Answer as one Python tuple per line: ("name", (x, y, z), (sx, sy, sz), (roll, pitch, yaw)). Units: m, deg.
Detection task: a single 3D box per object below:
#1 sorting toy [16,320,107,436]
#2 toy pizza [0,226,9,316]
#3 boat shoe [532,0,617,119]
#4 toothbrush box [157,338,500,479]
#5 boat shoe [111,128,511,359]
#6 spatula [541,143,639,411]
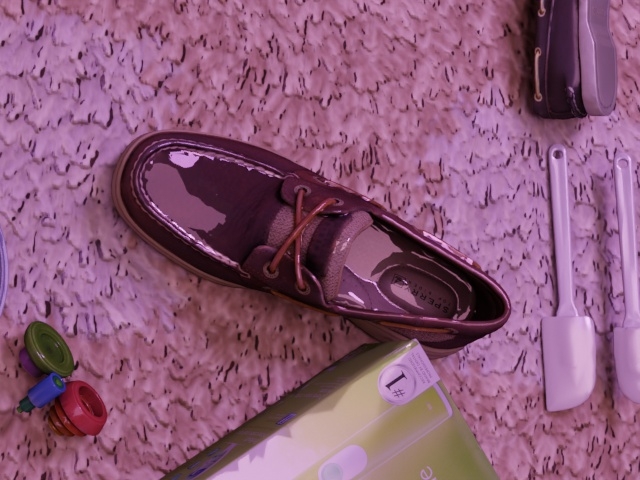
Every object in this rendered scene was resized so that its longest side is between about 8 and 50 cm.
("sorting toy", (-0.212, 0.116, 1.133), (0.042, 0.061, 0.102), (-34, 89, 15))
("toy pizza", (-0.340, 0.024, 1.103), (0.201, 0.032, 0.201), (2, 83, -20))
("boat shoe", (0.222, -0.222, 1.299), (0.081, 0.069, 0.227), (12, 76, -58))
("toothbrush box", (-0.003, 0.237, 1.151), (0.283, 0.122, 0.206), (-31, 95, -18))
("boat shoe", (0.000, 0.000, 1.174), (0.342, 0.123, 0.123), (28, 76, -15))
("spatula", (0.281, 0.030, 1.299), (0.168, 0.019, 0.242), (-2, 83, 8))
